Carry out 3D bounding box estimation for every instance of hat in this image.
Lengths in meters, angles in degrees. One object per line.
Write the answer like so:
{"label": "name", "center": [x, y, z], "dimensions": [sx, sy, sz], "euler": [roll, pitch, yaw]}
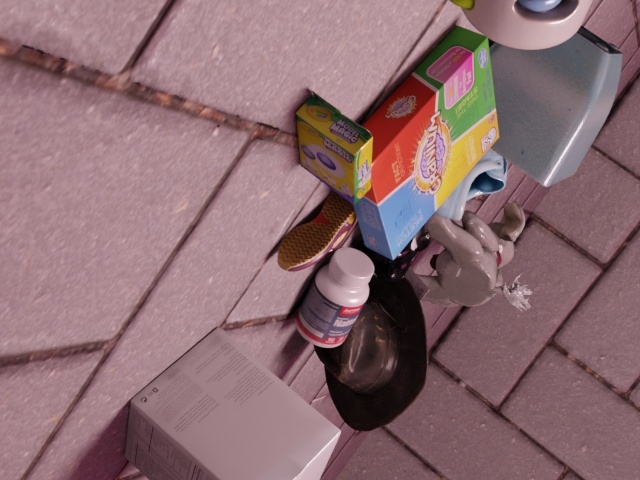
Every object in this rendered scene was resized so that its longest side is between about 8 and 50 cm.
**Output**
{"label": "hat", "center": [0.071, 0.210, 2.023], "dimensions": [0.134, 0.331, 0.331], "euler": [20, 110, -39]}

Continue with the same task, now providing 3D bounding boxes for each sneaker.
{"label": "sneaker", "center": [0.333, -0.166, 2.060], "dimensions": [0.366, 0.150, 0.135], "euler": [-46, 164, -25]}
{"label": "sneaker", "center": [0.000, 0.000, 1.643], "dimensions": [0.185, 0.069, 0.084], "euler": [-43, 156, -27]}

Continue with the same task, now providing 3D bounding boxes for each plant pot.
{"label": "plant pot", "center": [0.419, -0.282, 1.860], "dimensions": [0.252, 0.248, 0.247], "euler": [-58, 163, 23]}

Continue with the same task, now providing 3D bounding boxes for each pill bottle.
{"label": "pill bottle", "center": [0.030, 0.105, 1.888], "dimensions": [0.108, 0.108, 0.180], "euler": [-33, 155, -49]}

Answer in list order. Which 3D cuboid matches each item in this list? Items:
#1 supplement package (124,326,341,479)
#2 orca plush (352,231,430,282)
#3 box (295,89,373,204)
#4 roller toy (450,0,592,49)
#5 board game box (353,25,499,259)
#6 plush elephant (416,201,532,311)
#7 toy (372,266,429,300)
{"label": "supplement package", "center": [-0.144, 0.323, 1.587], "dimensions": [0.199, 0.262, 0.198], "euler": [-40, 160, -36]}
{"label": "orca plush", "center": [0.153, 0.024, 1.913], "dimensions": [0.151, 0.102, 0.287], "euler": [4, 151, -18]}
{"label": "box", "center": [0.020, -0.125, 1.361], "dimensions": [0.043, 0.105, 0.179], "euler": [-47, 163, -18]}
{"label": "roller toy", "center": [0.301, -0.384, 1.423], "dimensions": [0.209, 0.191, 0.146], "euler": [-43, 161, -27]}
{"label": "board game box", "center": [0.170, -0.157, 1.645], "dimensions": [0.316, 0.064, 0.242], "euler": [-48, 146, -21]}
{"label": "plush elephant", "center": [0.366, 0.026, 2.417], "dimensions": [0.255, 0.329, 0.272], "euler": [-61, 171, -57]}
{"label": "toy", "center": [0.166, 0.120, 2.152], "dimensions": [0.137, 0.056, 0.237], "euler": [-54, -158, 9]}
